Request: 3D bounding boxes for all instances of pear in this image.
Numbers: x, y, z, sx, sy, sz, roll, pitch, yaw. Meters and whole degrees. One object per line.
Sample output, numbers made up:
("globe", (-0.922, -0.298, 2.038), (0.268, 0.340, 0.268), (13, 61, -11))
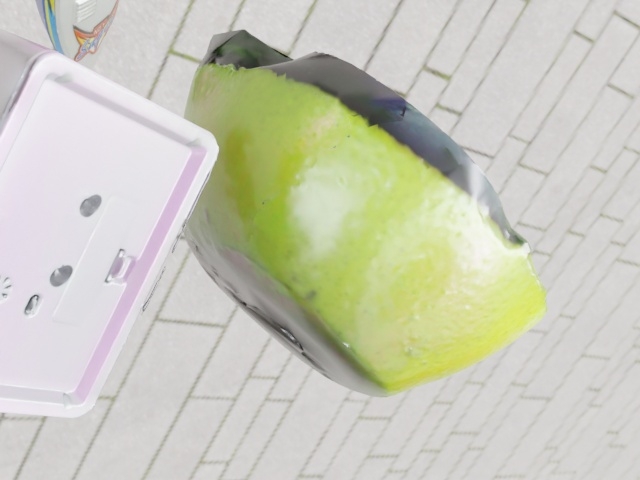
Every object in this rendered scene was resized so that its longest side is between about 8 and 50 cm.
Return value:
("pear", (0.000, 0.005, 0.798), (0.165, 0.399, 0.399), (-48, 140, -12))

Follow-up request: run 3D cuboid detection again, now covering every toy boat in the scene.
("toy boat", (-0.236, -0.283, 0.901), (0.129, 0.088, 0.295), (-56, 173, -38))

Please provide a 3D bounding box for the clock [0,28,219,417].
("clock", (-0.161, -0.002, 0.508), (0.150, 0.063, 0.197), (23, 94, -55))
